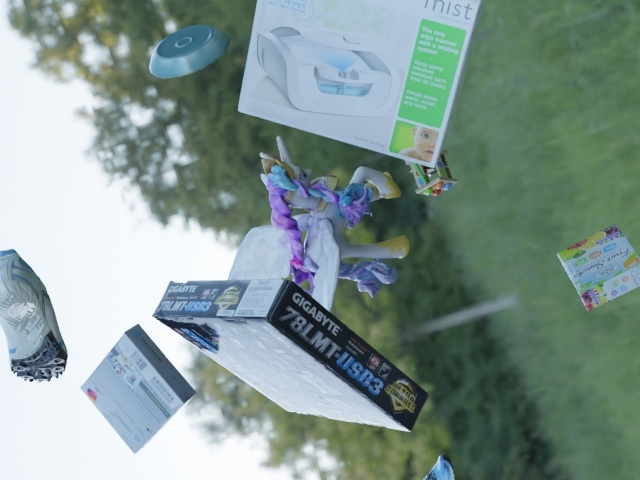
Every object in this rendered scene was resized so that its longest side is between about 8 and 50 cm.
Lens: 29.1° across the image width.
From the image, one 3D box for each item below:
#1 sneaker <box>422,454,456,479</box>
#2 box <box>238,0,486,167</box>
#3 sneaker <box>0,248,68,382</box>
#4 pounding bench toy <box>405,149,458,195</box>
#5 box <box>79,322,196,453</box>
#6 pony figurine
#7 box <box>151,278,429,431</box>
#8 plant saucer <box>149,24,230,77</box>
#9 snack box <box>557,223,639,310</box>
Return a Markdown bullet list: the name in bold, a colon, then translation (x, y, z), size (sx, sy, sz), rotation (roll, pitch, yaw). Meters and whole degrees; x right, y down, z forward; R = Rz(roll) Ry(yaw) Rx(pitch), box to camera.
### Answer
- **sneaker**: translation (0.200, 0.465, 2.292), size (0.063, 0.073, 0.162), rotation (-102, 29, -62)
- **box**: translation (0.055, -0.247, 1.517), size (0.127, 0.262, 0.231), rotation (-63, -11, -57)
- **sneaker**: translation (-0.389, 0.105, 1.647), size (0.237, 0.085, 0.086), rotation (86, 177, -48)
- **pounding bench toy**: translation (0.170, -0.108, 1.980), size (0.083, 0.052, 0.065), rotation (3, -116, -49)
- **box**: translation (-0.292, 0.237, 1.958), size (0.145, 0.186, 0.038), rotation (49, -139, 7)
- **pony figurine**: translation (0.000, 0.000, 2.328), size (0.363, 0.303, 0.351), rotation (9, -88, -44)
- **box**: translation (-0.045, 0.158, 1.731), size (0.295, 0.293, 0.073), rotation (40, -113, -29)
- **plant saucer**: translation (-0.183, -0.265, 1.697), size (0.119, 0.119, 0.021), rotation (-87, -20, -53)
- **snack box**: translation (0.411, 0.037, 1.798), size (0.037, 0.100, 0.141), rotation (58, -170, -22)
